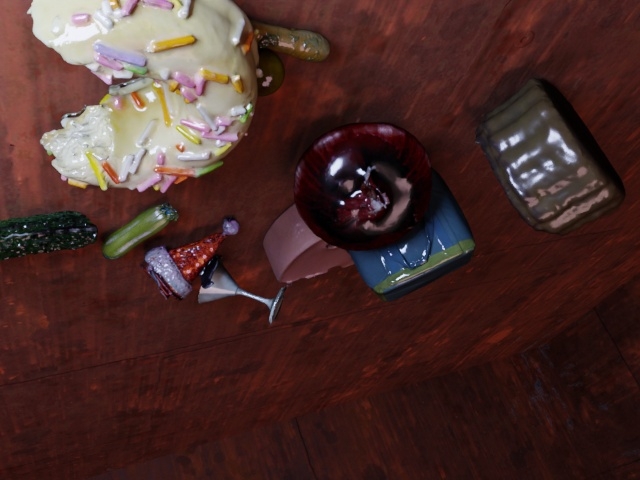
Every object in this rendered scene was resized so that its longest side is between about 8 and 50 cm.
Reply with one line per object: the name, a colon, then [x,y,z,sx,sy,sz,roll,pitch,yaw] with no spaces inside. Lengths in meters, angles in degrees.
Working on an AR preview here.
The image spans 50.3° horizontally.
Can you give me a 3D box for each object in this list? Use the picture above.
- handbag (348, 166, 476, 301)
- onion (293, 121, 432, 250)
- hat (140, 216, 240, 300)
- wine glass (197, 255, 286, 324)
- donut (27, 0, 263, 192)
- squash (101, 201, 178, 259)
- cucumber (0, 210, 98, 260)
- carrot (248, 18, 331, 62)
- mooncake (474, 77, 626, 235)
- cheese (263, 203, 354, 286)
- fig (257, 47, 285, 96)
handbag: [0.187,-0.019,1.511,0.263,0.240,0.222,-26,165,8]
onion: [0.086,-0.093,1.293,0.273,0.285,0.272,-3,112,-6]
hat: [-0.268,0.027,1.458,0.227,0.128,0.140,-37,-163,-7]
wine glass: [-0.178,0.121,1.565,0.183,0.122,0.122,20,152,7]
donut: [-0.232,-0.204,0.938,0.308,0.150,0.371,-4,149,-20]
squash: [-0.356,-0.020,1.332,0.184,0.052,0.052,-32,153,16]
cucumber: [-0.518,-0.004,1.163,0.265,0.077,0.077,-13,155,-46]
carrot: [-0.086,-0.307,1.009,0.255,0.049,0.049,5,143,-36]
mooncake: [0.468,-0.163,1.405,0.187,0.323,0.324,-36,151,25]
cheese: [-0.013,-0.007,1.536,0.203,0.128,0.177,-14,153,-15]
fig: [-0.088,-0.260,1.061,0.074,0.073,0.088,-30,175,16]
